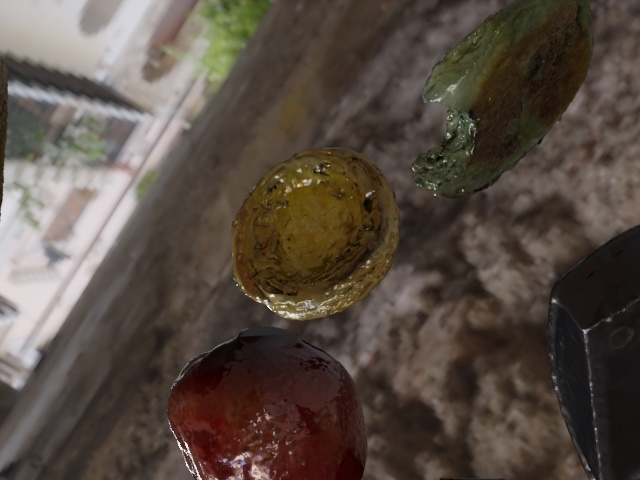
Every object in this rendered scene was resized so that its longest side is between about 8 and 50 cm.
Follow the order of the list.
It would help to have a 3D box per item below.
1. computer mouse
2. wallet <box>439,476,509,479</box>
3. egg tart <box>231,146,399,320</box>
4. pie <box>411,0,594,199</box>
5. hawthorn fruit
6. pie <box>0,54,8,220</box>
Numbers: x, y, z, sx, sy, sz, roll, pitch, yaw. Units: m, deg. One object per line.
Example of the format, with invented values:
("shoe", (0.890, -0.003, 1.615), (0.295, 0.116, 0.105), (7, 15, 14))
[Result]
("computer mouse", (0.257, 0.082, 1.087), (0.269, 0.170, 0.100), (74, 170, -45))
("wallet", (0.155, 0.352, 1.693), (0.318, 0.172, 0.045), (-9, 130, 40))
("egg tart", (0.000, 0.000, 2.080), (0.291, 0.291, 0.107), (37, -178, 39))
("pie", (0.217, -0.178, 1.667), (0.067, 0.302, 0.302), (34, -174, 28))
("hawthorn fruit", (-0.040, 0.229, 1.566), (0.230, 0.210, 0.266), (108, 140, -70))
("pie", (-0.403, -0.064, 1.625), (0.070, 0.323, 0.323), (5, -172, -3))
